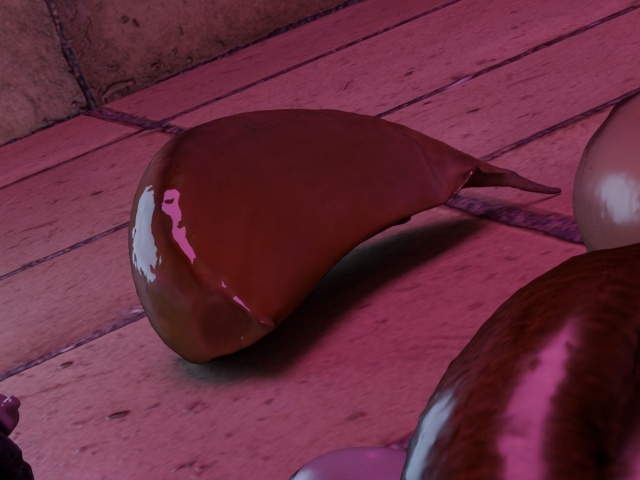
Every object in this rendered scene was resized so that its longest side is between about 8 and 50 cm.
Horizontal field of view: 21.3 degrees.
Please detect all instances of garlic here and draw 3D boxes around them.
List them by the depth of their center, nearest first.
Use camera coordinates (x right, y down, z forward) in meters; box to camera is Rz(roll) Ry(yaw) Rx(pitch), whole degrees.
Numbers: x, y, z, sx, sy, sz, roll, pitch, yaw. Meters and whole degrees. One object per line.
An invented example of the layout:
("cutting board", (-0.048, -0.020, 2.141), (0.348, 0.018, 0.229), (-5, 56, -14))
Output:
("garlic", (-0.002, -0.009, 1.271), (0.196, 0.151, 0.338), (29, 36, 34))

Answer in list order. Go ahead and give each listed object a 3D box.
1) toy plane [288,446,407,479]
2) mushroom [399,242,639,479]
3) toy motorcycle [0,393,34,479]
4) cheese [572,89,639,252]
("toy plane", (0.056, 0.133, 0.666), (0.245, 0.117, 0.244), (-19, 17, 6))
("mushroom", (0.140, 0.110, 0.472), (0.253, 0.253, 0.153), (-27, -27, -26))
("toy motorcycle", (-0.304, 0.130, 1.018), (0.260, 0.171, 0.110), (-17, 17, 18))
("cheese", (0.284, -0.043, 0.989), (0.233, 0.127, 0.266), (3, 29, 47))
